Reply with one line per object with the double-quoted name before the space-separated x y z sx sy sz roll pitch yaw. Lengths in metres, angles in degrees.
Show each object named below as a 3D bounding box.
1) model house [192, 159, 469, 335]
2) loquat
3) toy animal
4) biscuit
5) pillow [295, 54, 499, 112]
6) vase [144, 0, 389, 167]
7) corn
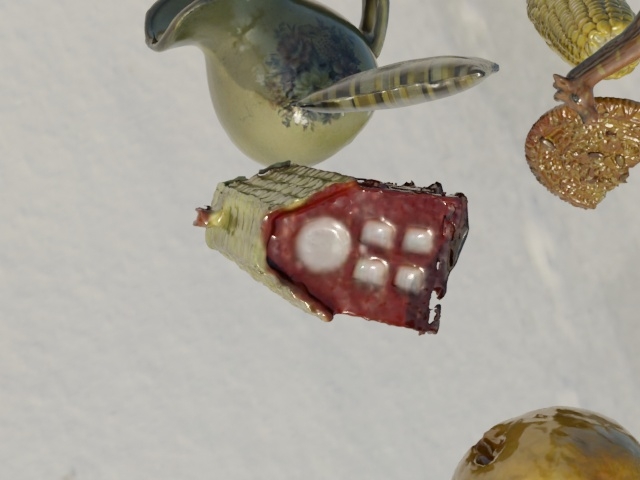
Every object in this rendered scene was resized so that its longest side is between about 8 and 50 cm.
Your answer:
"model house" 0.000 0.000 1.643 0.254 0.196 0.160 7 96 -20
"loquat" 0.220 0.254 1.402 0.208 0.208 0.208 36 45 -46
"toy animal" 0.319 -0.204 1.313 0.066 0.230 0.224 31 63 -80
"biscuit" 0.292 -0.100 1.715 0.126 0.206 0.025 18 58 -1
"pillow" 0.093 -0.179 1.757 0.208 0.212 0.052 -34 115 -78
"vase" -0.041 -0.289 2.162 0.302 0.329 0.241 49 -9 -22
"corn" 0.294 -0.246 1.719 0.106 0.106 0.305 59 11 -21
